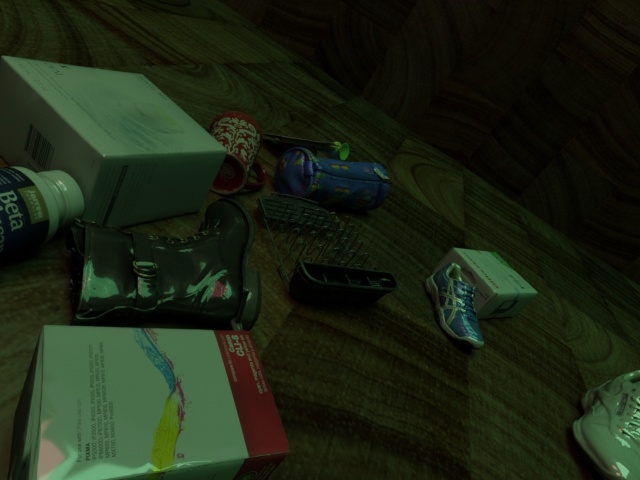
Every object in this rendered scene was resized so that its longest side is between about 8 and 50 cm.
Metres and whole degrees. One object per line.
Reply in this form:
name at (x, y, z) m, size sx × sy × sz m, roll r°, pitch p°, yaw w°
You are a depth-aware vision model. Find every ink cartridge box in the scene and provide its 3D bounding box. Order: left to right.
ink cartridge box at (-0.144, 0.157, 0.356) m, size 0.176 × 0.128 × 0.127 m, roll 11°, pitch 35°, yaw -37°
ink cartridge box at (0.398, 0.103, 1.060) m, size 0.212 × 0.093 × 0.154 m, roll 7°, pitch 37°, yaw -43°

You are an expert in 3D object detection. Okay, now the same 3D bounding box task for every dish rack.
dish rack at (0.000, 0.000, 0.807) m, size 0.208 × 0.074 × 0.271 m, roll 11°, pitch 40°, yaw -38°

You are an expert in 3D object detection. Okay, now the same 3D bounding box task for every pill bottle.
pill bottle at (-0.349, -0.028, 0.469) m, size 0.094 × 0.094 × 0.169 m, roll 37°, pitch 28°, yaw 7°

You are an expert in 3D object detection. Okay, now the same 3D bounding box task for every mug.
mug at (-0.163, -0.166, 0.874) m, size 0.150 × 0.113 × 0.169 m, roll 23°, pitch 33°, yaw -16°

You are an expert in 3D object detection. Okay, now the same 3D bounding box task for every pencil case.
pencil case at (0.042, -0.139, 1.026) m, size 0.306 × 0.133 × 0.119 m, roll 1°, pitch 75°, yaw -45°

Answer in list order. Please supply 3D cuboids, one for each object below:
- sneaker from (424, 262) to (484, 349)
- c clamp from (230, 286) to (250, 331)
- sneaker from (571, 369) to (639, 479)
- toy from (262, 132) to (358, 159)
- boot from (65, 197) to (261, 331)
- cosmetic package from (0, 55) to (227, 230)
sneaker at (0.282, 0.130, 0.906) m, size 0.080 × 0.081 × 0.211 m, roll 20°, pitch 32°, yaw -28°
c clamp at (-0.073, 0.152, 0.445) m, size 0.022 × 0.137 × 0.160 m, roll -4°, pitch 48°, yaw -25°
sneaker at (0.559, 0.330, 0.807) m, size 0.114 × 0.152 × 0.305 m, roll 44°, pitch 31°, yaw 14°
toy at (-0.035, -0.233, 1.128) m, size 0.237 × 0.056 × 0.137 m, roll 13°, pitch 7°, yaw 34°
boot at (-0.201, 0.009, 0.574) m, size 0.229 × 0.091 × 0.263 m, roll 15°, pitch 35°, yaw -32°
cosmetic package at (-0.308, -0.144, 0.654) m, size 0.224 × 0.138 × 0.225 m, roll 42°, pitch 27°, yaw 14°
